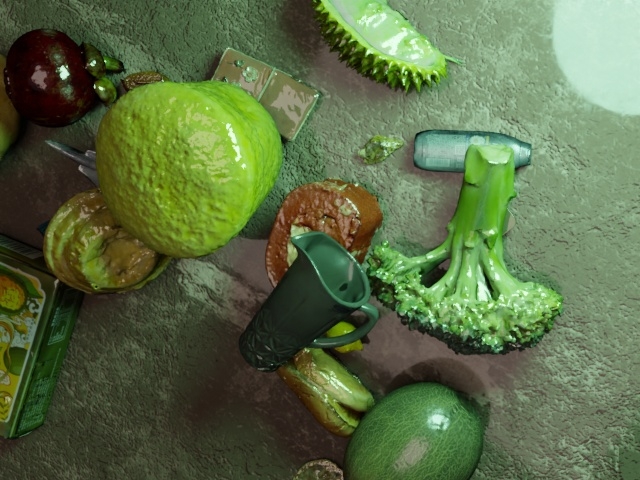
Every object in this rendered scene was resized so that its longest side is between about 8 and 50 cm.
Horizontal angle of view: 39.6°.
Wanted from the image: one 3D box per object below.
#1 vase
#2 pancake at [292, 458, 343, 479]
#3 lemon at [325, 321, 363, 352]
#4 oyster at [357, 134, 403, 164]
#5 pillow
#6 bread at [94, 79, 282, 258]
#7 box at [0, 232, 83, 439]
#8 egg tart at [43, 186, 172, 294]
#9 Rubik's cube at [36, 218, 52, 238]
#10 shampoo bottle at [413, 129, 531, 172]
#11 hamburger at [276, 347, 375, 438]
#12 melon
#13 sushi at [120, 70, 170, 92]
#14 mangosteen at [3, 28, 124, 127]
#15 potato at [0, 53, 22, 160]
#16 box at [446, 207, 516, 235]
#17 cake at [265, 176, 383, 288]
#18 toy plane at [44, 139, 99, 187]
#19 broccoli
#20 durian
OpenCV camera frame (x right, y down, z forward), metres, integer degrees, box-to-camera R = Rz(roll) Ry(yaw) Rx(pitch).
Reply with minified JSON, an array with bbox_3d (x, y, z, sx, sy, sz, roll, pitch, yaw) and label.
[{"bbox_3d":[-0.031,0.143,1.737,0.251,0.156,0.301,31,125,-18],"label":"vase"},{"bbox_3d":[0.005,0.544,1.948,0.139,0.022,0.140,1,95,15],"label":"pancake"},{"bbox_3d":[0.052,0.207,1.888,0.092,0.065,0.065,27,100,16],"label":"lemon"},{"bbox_3d":[0.122,-0.194,1.856,0.093,0.034,0.051,-36,93,10],"label":"oyster"},{"bbox_3d":[-0.125,-0.314,1.902,0.232,0.043,0.126,28,101,9],"label":"pillow"},{"bbox_3d":[-0.253,-0.167,1.795,0.348,0.308,0.348,7,114,16],"label":"bread"},{"bbox_3d":[-0.777,0.195,2.062,0.373,0.138,0.420,22,99,11],"label":"box"},{"bbox_3d":[-0.440,0.017,1.902,0.290,0.290,0.115,-51,39,13],"label":"egg tart"},{"bbox_3d":[-0.515,-0.031,2.027,0.190,0.211,0.178,42,82,-24],"label":"Rubik's cube"},{"bbox_3d":[0.307,-0.179,1.799,0.233,0.049,0.087,3,94,14],"label":"shampoo bottle"},{"bbox_3d":[-0.002,0.311,1.878,0.262,0.131,0.124,43,103,12],"label":"hamburger"},{"bbox_3d":[0.183,0.426,1.785,0.302,0.237,0.237,-45,83,11],"label":"melon"},{"bbox_3d":[-0.379,-0.341,1.961,0.120,0.055,0.052,-7,82,4],"label":"sushi"},{"bbox_3d":[-0.555,-0.355,1.942,0.257,0.215,0.215,-9,93,-20],"label":"mangosteen"},{"bbox_3d":[-0.765,-0.278,2.018,0.173,0.140,0.300,18,93,21],"label":"potato"},{"bbox_3d":[0.329,-0.034,1.816,0.126,0.031,0.091,-39,85,14],"label":"box"},{"bbox_3d":[0.000,0.000,1.840,0.177,0.151,0.283,30,110,18],"label":"cake"},{"bbox_3d":[-0.479,-0.160,1.966,0.267,0.088,0.212,27,100,-8],"label":"toy plane"},{"bbox_3d":[0.333,0.045,1.721,0.353,0.275,0.397,34,95,-20],"label":"broccoli"},{"bbox_3d":[0.105,-0.419,1.783,0.355,0.157,0.169,41,86,8],"label":"durian"}]
